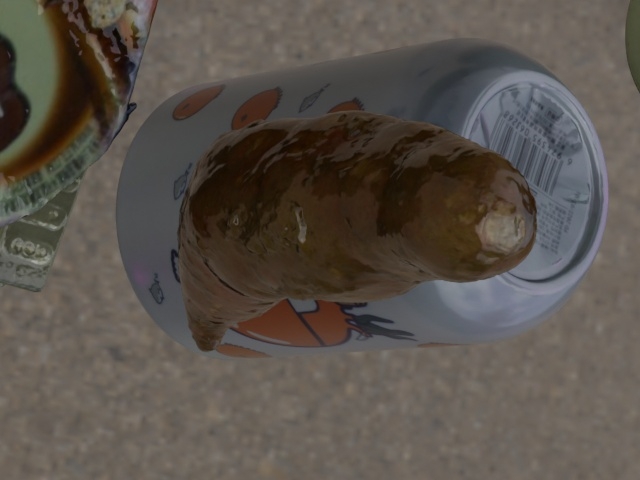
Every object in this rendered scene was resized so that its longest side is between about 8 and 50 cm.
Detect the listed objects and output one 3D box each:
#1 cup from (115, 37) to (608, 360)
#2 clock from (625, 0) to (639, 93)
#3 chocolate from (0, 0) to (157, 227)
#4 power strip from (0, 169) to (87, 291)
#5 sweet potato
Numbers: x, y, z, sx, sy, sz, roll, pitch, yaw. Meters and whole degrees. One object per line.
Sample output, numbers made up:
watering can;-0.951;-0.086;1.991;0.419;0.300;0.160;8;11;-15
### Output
cup;0.034;-0.027;1.300;0.212;0.317;0.212;6;82;-41
clock;0.291;-0.136;1.068;0.029;0.235;0.235;51;56;-47
chocolate;-0.199;-0.124;0.950;0.221;0.147;0.221;-25;131;-33
power strip;-0.229;-0.020;1.473;0.056;0.032;0.123;19;90;-35
sweet potato;-0.006;-0.013;0.901;0.095;0.354;0.106;-15;88;-27
